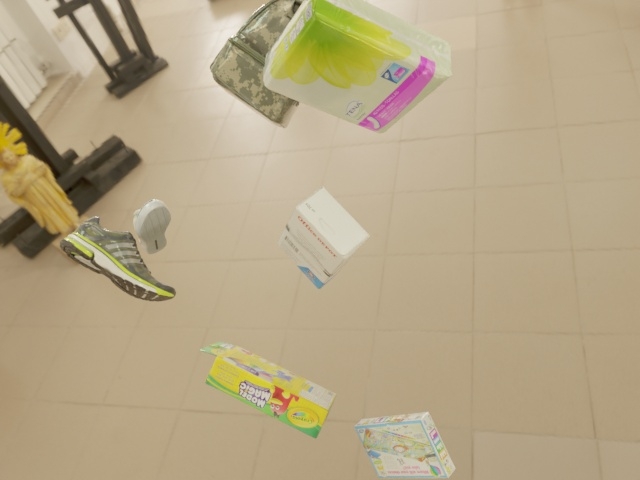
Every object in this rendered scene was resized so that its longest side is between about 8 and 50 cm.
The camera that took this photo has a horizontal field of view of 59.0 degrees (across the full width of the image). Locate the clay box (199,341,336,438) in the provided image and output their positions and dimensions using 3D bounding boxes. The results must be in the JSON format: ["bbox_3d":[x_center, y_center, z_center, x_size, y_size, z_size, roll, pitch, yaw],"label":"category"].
[{"bbox_3d":[-0.089,0.234,0.916,0.222,0.127,0.053,23,89,9],"label":"clay box"}]

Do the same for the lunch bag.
[{"bbox_3d":[-0.098,-0.421,1.328,0.213,0.305,0.256,34,96,-4],"label":"lunch bag"}]

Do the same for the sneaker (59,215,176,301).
[{"bbox_3d":[-0.482,0.048,1.410,0.111,0.300,0.121,-24,34,55],"label":"sneaker"}]

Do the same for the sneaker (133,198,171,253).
[{"bbox_3d":[-0.457,-0.049,1.490,0.094,0.258,0.091,-30,77,-28],"label":"sneaker"}]

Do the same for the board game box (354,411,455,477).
[{"bbox_3d":[0.138,0.347,0.954,0.154,0.103,0.026,-24,1,44],"label":"board game box"}]

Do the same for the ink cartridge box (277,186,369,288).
[{"bbox_3d":[0.000,0.000,1.155,0.082,0.190,0.139,-39,83,-28],"label":"ink cartridge box"}]

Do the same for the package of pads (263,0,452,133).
[{"bbox_3d":[0.063,-0.333,1.078,0.229,0.297,0.101,-34,46,54],"label":"package of pads"}]
